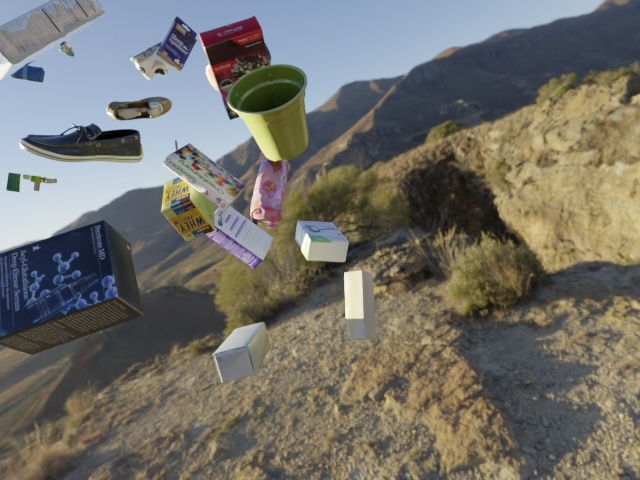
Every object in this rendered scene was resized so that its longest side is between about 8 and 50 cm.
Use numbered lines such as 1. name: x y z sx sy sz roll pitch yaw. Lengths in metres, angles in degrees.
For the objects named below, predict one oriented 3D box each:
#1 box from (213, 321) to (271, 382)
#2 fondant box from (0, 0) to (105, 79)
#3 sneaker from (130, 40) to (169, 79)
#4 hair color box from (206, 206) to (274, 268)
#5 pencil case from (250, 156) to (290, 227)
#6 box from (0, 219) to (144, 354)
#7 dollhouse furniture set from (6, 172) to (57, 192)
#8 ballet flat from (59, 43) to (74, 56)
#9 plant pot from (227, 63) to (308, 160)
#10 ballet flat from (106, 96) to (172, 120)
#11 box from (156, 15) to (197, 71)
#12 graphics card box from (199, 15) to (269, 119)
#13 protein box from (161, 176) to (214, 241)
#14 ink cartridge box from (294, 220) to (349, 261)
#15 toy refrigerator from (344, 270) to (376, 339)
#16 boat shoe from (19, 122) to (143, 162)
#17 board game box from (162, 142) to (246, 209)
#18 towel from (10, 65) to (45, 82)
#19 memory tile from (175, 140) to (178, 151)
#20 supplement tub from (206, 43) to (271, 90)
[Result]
1. box: -0.312 0.448 1.794 0.147 0.121 0.311 -15 5 7
2. fondant box: -0.860 -0.640 1.350 0.238 0.096 0.330 6 47 47
3. sneaker: -0.832 -0.942 2.279 0.122 0.146 0.331 -3 40 34
4. hair color box: -0.430 -0.027 2.310 0.110 0.338 0.185 -39 20 38
5. pencil case: -0.187 -0.189 1.657 0.124 0.124 0.284 -16 51 26
6. box: -0.841 0.158 1.456 0.395 0.294 0.212 -20 -25 -7
7. dollhouse furniture set: -0.937 -0.183 1.423 0.076 0.059 0.151 8 4 6
8. ballet flat: -0.995 -0.752 1.727 0.041 0.041 0.114 -21 16 -9
9. plant pot: -0.155 -0.429 1.545 0.275 0.254 0.276 -7 51 9
10. ballet flat: -0.573 -0.416 1.409 0.206 0.073 0.067 -19 43 -27
11. box: -0.706 -0.981 2.182 0.036 0.226 0.136 16 -10 42
12. graphics card box: -0.321 -0.686 1.782 0.232 0.094 0.371 -22 -29 -8
13. protein box: -0.566 -0.147 1.892 0.135 0.200 0.201 -22 45 7
14. ink cartridge box: 0.000 0.000 2.198 0.198 0.115 0.273 3 22 -19
15. toy refrigerator: 0.158 0.266 1.788 0.094 0.270 0.102 -10 -17 31
16. boat shoe: -1.009 -0.429 1.892 0.186 0.156 0.499 33 27 35
17. board game box: -0.474 -0.269 1.820 0.053 0.305 0.193 -49 9 29
18. towel: -1.247 -0.714 1.866 0.119 0.067 0.029 4 -12 -23
19. memory tile: -0.643 -0.379 1.963 0.012 0.113 0.148 -3 30 -19
20. supplement tub: -0.414 -0.889 2.218 0.193 0.194 0.316 -9 32 53
